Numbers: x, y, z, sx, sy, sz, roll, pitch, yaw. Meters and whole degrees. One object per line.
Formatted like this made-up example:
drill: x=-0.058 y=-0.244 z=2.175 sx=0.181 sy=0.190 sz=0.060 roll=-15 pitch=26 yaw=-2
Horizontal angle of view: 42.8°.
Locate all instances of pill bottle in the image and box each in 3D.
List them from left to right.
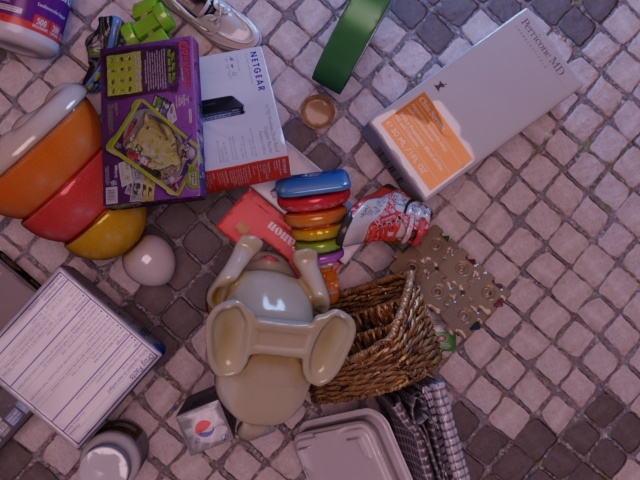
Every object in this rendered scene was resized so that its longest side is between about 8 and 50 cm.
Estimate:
pill bottle: x=-0.641 y=-0.583 z=1.828 sx=0.182 sy=0.181 sz=0.322 roll=15 pitch=88 yaw=-4
pill bottle: x=-0.455 y=0.477 z=1.793 sx=0.131 sy=0.229 sz=0.131 roll=0 pitch=89 yaw=-4

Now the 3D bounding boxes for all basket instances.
basket: x=0.081 y=0.218 z=1.788 sx=0.299 sy=0.214 sz=0.222 roll=-19 pitch=91 yaw=39

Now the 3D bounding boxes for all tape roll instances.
tape roll: x=0.089 y=-0.481 z=1.808 sx=0.077 sy=0.321 sz=0.321 roll=30 pitch=87 yaw=-3

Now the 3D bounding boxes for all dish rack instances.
dish rack: x=0.078 y=0.553 z=1.823 sx=0.072 sy=0.286 sz=0.332 roll=-22 pitch=89 yaw=-48

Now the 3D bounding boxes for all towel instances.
towel: x=0.213 y=0.426 z=1.814 sx=0.121 sy=0.284 sz=0.234 roll=-15 pitch=90 yaw=-9

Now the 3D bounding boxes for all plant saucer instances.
plant saucer: x=-0.007 y=-0.306 z=1.950 sx=0.084 sy=0.015 sz=0.083 roll=0 pitch=89 yaw=-4

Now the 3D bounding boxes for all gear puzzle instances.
gear puzzle: x=0.253 y=0.067 z=1.859 sx=0.175 sy=0.044 sz=0.339 roll=-42 pitch=75 yaw=-16

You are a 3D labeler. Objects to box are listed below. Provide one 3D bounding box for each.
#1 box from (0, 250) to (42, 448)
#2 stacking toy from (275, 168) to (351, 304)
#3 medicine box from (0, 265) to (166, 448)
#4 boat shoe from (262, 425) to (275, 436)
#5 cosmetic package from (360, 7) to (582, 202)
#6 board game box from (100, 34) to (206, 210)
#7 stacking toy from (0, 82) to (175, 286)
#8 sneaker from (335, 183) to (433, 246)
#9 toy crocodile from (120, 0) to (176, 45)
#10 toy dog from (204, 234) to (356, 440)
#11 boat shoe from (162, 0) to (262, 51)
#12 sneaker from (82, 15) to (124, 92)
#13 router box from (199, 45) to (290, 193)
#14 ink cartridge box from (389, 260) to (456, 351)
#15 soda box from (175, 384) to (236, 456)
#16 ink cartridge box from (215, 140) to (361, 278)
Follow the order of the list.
box: x=-0.748 y=0.268 z=1.844 sx=0.318 sy=0.097 sz=0.395 roll=43 pitch=86 yaw=-6
stacking toy: x=0.000 y=0.000 z=1.828 sx=0.166 sy=0.175 sz=0.301 roll=-8 pitch=103 yaw=2
medicine box: x=-0.526 y=0.243 z=1.748 sx=0.289 sy=0.149 sz=0.263 roll=42 pitch=85 yaw=-6
boat shoe: x=-0.150 y=0.345 z=1.901 sx=0.081 sy=0.079 sz=0.227 roll=-11 pitch=94 yaw=-13
cosmetic package: x=0.345 y=-0.305 z=1.904 sx=0.453 sy=0.161 sz=0.230 roll=-37 pitch=92 yaw=-5
board game box: x=-0.348 y=-0.243 z=1.691 sx=0.208 sy=0.056 sz=0.346 roll=-6 pitch=78 yaw=13
stacking toy: x=-0.508 y=-0.073 z=1.812 sx=0.351 sy=0.350 sz=0.480 roll=-43 pitch=111 yaw=-4
sneaker: x=0.150 y=-0.033 z=1.772 sx=0.145 sy=0.270 sz=0.090 roll=31 pitch=124 yaw=16
toy crocodile: x=-0.350 y=-0.419 z=1.821 sx=0.115 sy=0.105 sz=0.340 roll=-31 pitch=62 yaw=8
toy dog: x=-0.109 y=0.179 z=1.742 sx=0.285 sy=0.408 sz=0.395 roll=-1 pitch=116 yaw=-10
boat shoe: x=-0.256 y=-0.530 z=1.901 sx=0.268 sy=0.088 sz=0.096 roll=36 pitch=86 yaw=-2
sneaker: x=-0.512 y=-0.433 z=1.900 sx=0.078 sy=0.067 sz=0.188 roll=17 pitch=89 yaw=18
router box: x=-0.245 y=-0.265 z=1.822 sx=0.301 sy=0.082 sz=0.335 roll=-12 pitch=58 yaw=-4
ink cartridge box: x=0.239 y=0.152 z=1.921 sx=0.153 sy=0.087 sz=0.208 roll=3 pitch=88 yaw=-4
soda box: x=-0.243 y=0.383 z=1.782 sx=0.098 sy=0.286 sz=0.091 roll=-21 pitch=89 yaw=-5
ink cartridge box: x=-0.053 y=-0.040 z=1.917 sx=0.296 sy=0.066 sz=0.261 roll=40 pitch=85 yaw=-2
